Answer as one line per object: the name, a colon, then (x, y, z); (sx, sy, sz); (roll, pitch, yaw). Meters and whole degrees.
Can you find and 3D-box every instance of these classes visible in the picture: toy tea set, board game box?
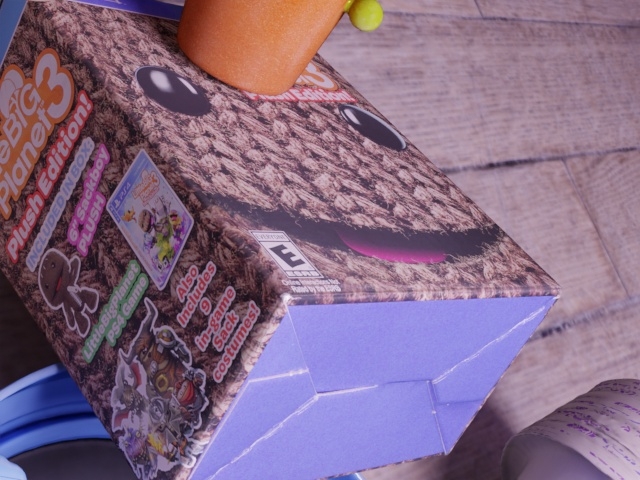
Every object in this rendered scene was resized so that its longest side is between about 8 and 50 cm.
toy tea set: (-0.117, -0.205, 0.670); (0.336, 0.124, 0.200); (17, 27, -25)
board game box: (-0.048, -0.009, 0.697); (0.232, 0.141, 0.291); (0, 38, -47)

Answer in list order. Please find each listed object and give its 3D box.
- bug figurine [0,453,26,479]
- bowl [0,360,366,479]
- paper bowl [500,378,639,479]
bug figurine: (-0.227, 0.174, 0.438); (0.279, 0.072, 0.216); (-2, 65, -19)
bowl: (-0.081, 0.255, 0.625); (0.391, 0.077, 0.391); (27, 47, -34)
paper bowl: (0.221, 0.251, 0.813); (0.148, 0.284, 0.284); (-27, 85, -16)
